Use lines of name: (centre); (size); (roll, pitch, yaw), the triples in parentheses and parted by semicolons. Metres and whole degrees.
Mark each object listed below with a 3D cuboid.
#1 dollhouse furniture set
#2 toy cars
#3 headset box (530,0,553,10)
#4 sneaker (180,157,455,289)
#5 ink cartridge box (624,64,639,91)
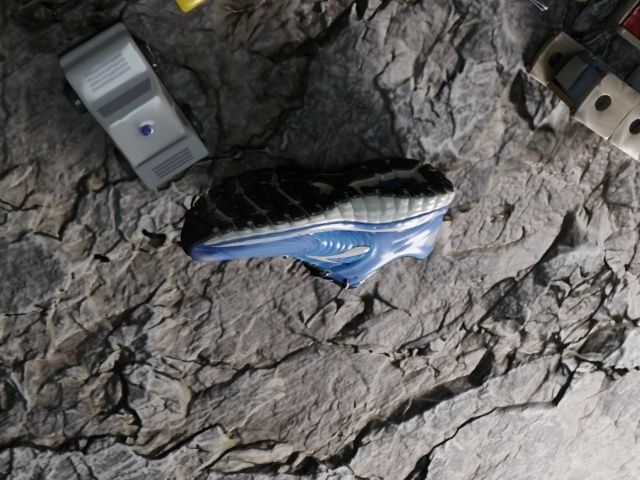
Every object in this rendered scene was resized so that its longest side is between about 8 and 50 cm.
dollhouse furniture set: (0.362, -0.219, 1.315); (0.129, 0.129, 0.183); (26, 110, -32)
toy cars: (-0.166, -0.216, 1.139); (0.177, 0.087, 0.393); (2, 121, -22)
headset box: (0.195, -0.387, 1.065); (0.131, 0.246, 0.283); (27, 109, -32)
sneaker: (0.000, 0.000, 1.322); (0.330, 0.129, 0.147); (-5, 121, -18)
ink cartridge box: (0.463, -0.107, 1.376); (0.154, 0.212, 0.093); (28, 108, -33)
